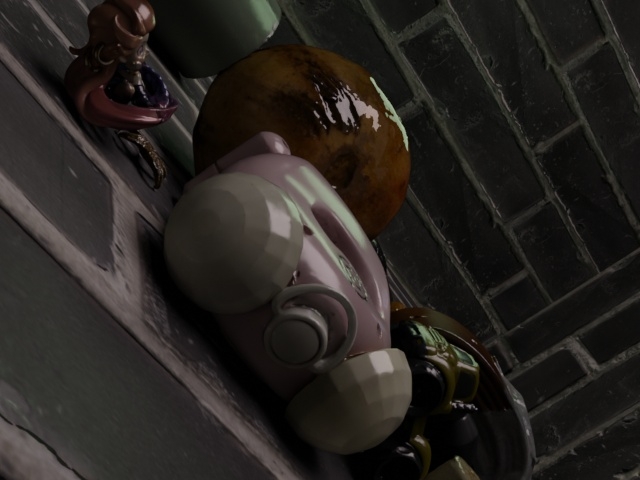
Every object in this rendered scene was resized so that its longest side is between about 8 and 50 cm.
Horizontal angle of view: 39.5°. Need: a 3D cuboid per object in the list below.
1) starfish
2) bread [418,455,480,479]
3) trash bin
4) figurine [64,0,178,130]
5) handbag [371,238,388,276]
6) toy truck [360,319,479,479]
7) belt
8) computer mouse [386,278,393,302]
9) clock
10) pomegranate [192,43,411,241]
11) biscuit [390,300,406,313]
[{"bbox_3d":[-0.208,-0.100,1.064,0.078,0.028,0.091,59,2,42],"label":"starfish"},{"bbox_3d":[0.129,0.322,0.944,0.148,0.141,0.134,54,3,-31],"label":"bread"},{"bbox_3d":[-0.280,-0.543,1.670,0.432,0.280,0.280,55,6,-39],"label":"trash bin"},{"bbox_3d":[-0.223,-0.191,0.964,0.126,0.114,0.157,-79,165,-46],"label":"figurine"},{"bbox_3d":[0.000,0.000,1.541,0.169,0.155,0.215,23,32,-53],"label":"handbag"},{"bbox_3d":[0.135,0.220,1.140,0.165,0.224,0.147,10,17,-13],"label":"toy truck"},{"bbox_3d":[0.197,0.264,1.375,0.338,0.217,0.122,57,7,-10],"label":"belt"},{"bbox_3d":[0.087,0.142,1.789,0.295,0.087,0.168,-79,150,-60],"label":"computer mouse"},{"bbox_3d":[-0.033,0.051,1.016,0.342,0.184,0.326,49,13,-16],"label":"clock"},{"bbox_3d":[-0.030,-0.122,1.279,0.322,0.322,0.322,55,6,-9],"label":"pomegranate"},{"bbox_3d":[0.172,0.242,1.778,0.254,0.035,0.253,-13,90,-76],"label":"biscuit"}]
